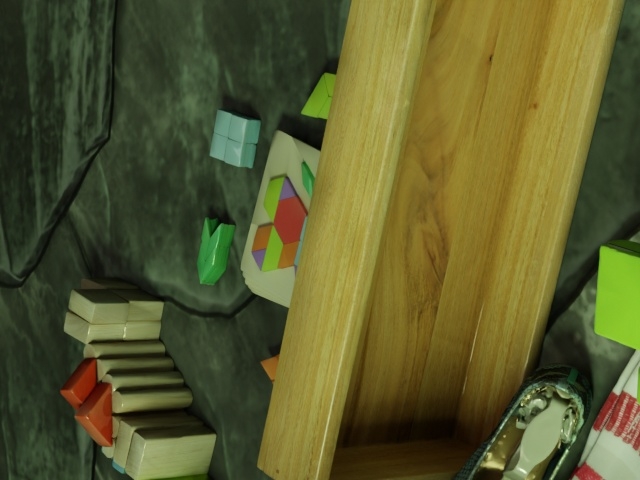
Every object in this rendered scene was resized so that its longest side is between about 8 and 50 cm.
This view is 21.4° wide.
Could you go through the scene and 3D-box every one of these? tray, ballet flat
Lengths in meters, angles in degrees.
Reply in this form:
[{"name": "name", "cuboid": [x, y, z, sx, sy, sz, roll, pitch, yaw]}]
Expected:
[{"name": "tray", "cuboid": [0.088, -0.024, 1.212, 0.076, 0.202, 0.411, 26, 108, 46]}, {"name": "ballet flat", "cuboid": [0.135, 0.174, 1.224, 0.070, 0.070, 0.188, 31, 98, 44]}]

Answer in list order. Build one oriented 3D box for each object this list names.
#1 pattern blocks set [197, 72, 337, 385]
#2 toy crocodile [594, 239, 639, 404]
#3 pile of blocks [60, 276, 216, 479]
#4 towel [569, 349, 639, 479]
[{"name": "pattern blocks set", "cuboid": [0.000, 0.000, 1.441, 0.325, 0.026, 0.285, 8, 95, 48]}, {"name": "toy crocodile", "cuboid": [0.275, 0.053, 0.989, 0.340, 0.105, 0.115, 12, 103, 63]}, {"name": "pile of blocks", "cuboid": [-0.183, 0.194, 1.575, 0.149, 0.112, 0.362, -48, 56, 36]}, {"name": "towel", "cuboid": [0.257, 0.158, 1.105, 0.329, 0.037, 0.237, -67, 32, 22]}]
